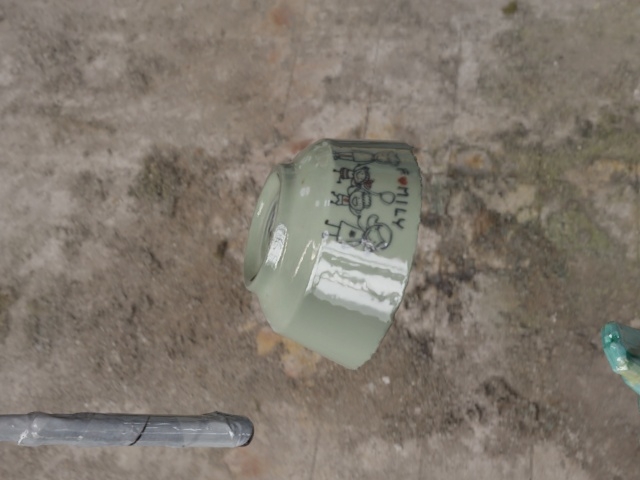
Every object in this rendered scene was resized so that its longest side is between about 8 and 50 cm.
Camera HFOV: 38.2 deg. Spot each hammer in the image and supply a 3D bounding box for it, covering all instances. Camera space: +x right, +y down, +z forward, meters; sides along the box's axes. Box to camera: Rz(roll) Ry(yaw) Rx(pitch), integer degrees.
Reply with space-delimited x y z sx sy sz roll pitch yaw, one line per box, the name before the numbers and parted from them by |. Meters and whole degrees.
hammer | -0.255 0.146 0.733 0.426 0.152 0.044 6 80 -29

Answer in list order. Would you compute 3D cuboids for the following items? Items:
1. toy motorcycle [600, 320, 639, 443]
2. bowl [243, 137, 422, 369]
toy motorcycle | 0.326 0.113 0.723 0.198 0.296 0.109 -29 45 29
bowl | 0.000 0.000 0.818 0.112 0.211 0.212 15 58 -16
